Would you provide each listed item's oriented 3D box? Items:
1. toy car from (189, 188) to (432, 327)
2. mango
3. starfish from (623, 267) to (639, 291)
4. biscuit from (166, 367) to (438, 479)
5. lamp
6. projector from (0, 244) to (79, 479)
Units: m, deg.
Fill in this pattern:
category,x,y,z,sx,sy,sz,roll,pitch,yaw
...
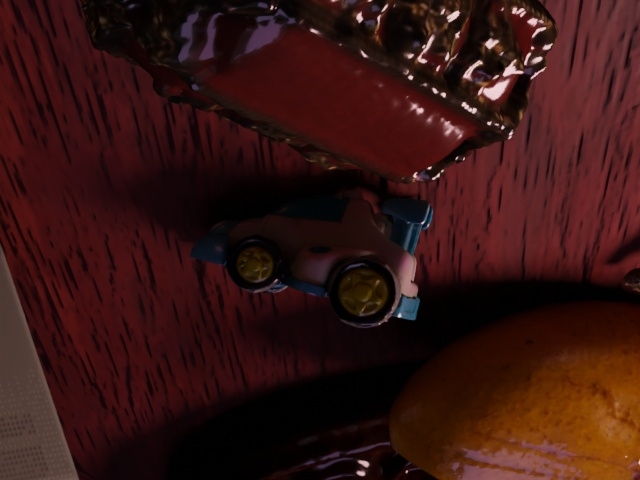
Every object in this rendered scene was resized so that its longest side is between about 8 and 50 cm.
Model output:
category,x,y,z,sx,sy,sz,roll,pitch,yaw
toy car,0.000,0.000,1.304,0.161,0.098,0.126,18,179,7
mango,0.213,0.149,1.543,0.350,0.199,0.201,9,168,-24
starfish,0.350,-0.002,1.447,0.227,0.043,0.240,-14,150,2
biscuit,0.055,0.235,1.767,0.407,0.091,0.407,-8,153,-4
lamp,-0.001,-0.131,0.930,0.177,0.177,0.274,-28,149,32
projector,-0.289,0.105,1.235,0.163,0.242,0.177,-33,162,36
